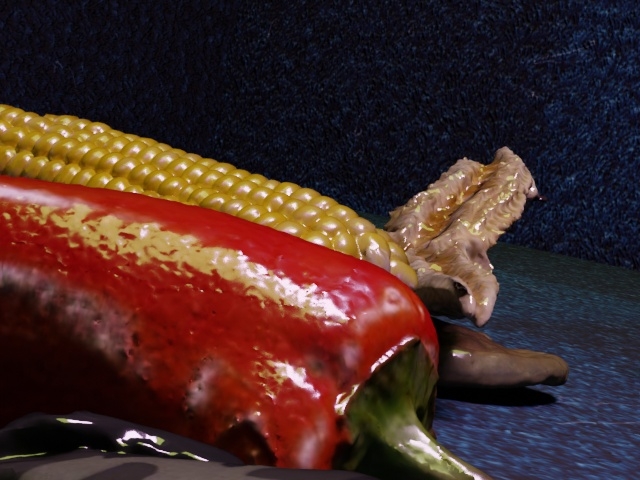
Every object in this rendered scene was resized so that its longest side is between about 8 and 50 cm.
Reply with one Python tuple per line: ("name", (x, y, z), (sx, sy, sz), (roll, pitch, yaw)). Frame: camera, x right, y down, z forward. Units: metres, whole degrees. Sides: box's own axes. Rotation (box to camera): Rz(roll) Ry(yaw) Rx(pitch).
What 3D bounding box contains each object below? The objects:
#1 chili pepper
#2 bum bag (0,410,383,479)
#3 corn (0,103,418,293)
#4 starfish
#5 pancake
("chili pepper", (-0.029, 0.058, 0.669), (0.338, 0.135, 0.131), (9, -9, 10))
("bum bag", (-0.006, 0.098, 0.441), (0.340, 0.095, 0.144), (6, 7, 43))
("corn", (-0.089, 0.008, 1.073), (0.347, 0.130, 0.130), (23, 10, 29))
("starfish", (0.000, 0.000, 1.343), (0.323, 0.082, 0.432), (1, 18, 5))
("pancake", (0.062, 0.070, 1.369), (0.222, 0.042, 0.236), (11, 4, -11))
